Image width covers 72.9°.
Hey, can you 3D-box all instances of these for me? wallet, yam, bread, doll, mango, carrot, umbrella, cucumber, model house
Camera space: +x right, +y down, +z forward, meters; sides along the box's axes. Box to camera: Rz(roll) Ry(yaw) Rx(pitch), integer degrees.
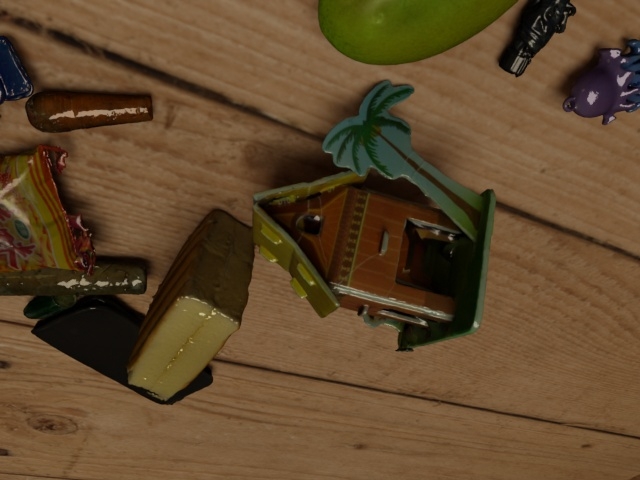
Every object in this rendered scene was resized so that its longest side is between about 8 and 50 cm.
[{"bbox_3d":[-0.409,0.254,0.952,0.197,0.051,0.377,-25,130,15],"label":"wallet"},{"bbox_3d":[-0.472,0.067,0.776,0.317,0.067,0.071,1,116,-8],"label":"yam"},{"bbox_3d":[-0.213,0.102,0.725,0.111,0.239,0.246,31,119,-21],"label":"bread"},{"bbox_3d":[0.441,-0.233,0.623,0.205,0.067,0.110,-23,115,-1],"label":"doll"},{"bbox_3d":[0.131,-0.305,0.473,0.185,0.149,0.273,23,130,-31],"label":"mango"},{"bbox_3d":[-0.316,-0.178,0.597,0.161,0.055,0.055,-4,130,-6],"label":"carrot"},{"bbox_3d":[0.296,-0.314,0.536,0.080,0.071,0.224,30,131,6],"label":"umbrella"},{"bbox_3d":[-0.526,0.125,0.831,0.105,0.048,0.048,-24,128,14],"label":"cucumber"},{"bbox_3d":[0.063,-0.033,0.690,0.323,0.340,0.300,15,161,-4],"label":"model house"}]

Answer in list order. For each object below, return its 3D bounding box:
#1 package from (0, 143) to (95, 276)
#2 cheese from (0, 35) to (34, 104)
[{"bbox_3d":[-0.508,-0.039,0.662,0.288,0.108,0.223,-5,125,-11],"label":"package"},{"bbox_3d":[-0.497,-0.191,0.552,0.244,0.062,0.155,-14,116,1],"label":"cheese"}]
